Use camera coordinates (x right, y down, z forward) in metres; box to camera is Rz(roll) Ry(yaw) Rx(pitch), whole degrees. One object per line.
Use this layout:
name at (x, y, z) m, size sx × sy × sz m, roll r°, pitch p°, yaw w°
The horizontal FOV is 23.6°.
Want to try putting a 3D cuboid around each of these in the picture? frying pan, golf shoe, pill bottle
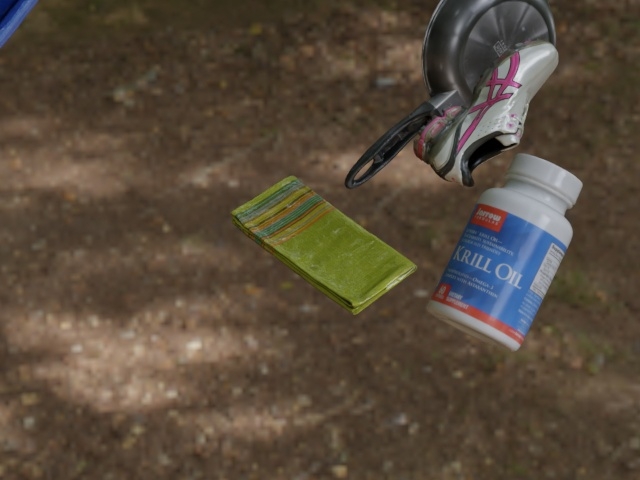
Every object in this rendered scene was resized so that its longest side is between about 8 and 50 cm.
frying pan at (0.156, -0.203, 1.818) m, size 0.326 × 0.197 × 0.053 m, roll -27°, pitch 31°, yaw -22°
golf shoe at (0.188, -0.130, 1.593) m, size 0.186 × 0.067 × 0.086 m, roll -45°, pitch 60°, yaw -6°
pill bottle at (0.229, 0.012, 1.855) m, size 0.124 × 0.221 × 0.124 m, roll 25°, pitch -6°, yaw 3°

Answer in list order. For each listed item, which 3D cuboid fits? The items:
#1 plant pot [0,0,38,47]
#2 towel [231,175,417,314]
plant pot at (-0.466, -0.334, 1.722) m, size 0.212 × 0.236 × 0.236 m, roll 10°, pitch 49°, yaw 23°
towel at (0.000, 0.000, 1.827) m, size 0.102 × 0.021 × 0.237 m, roll -37°, pitch 48°, yaw -20°
